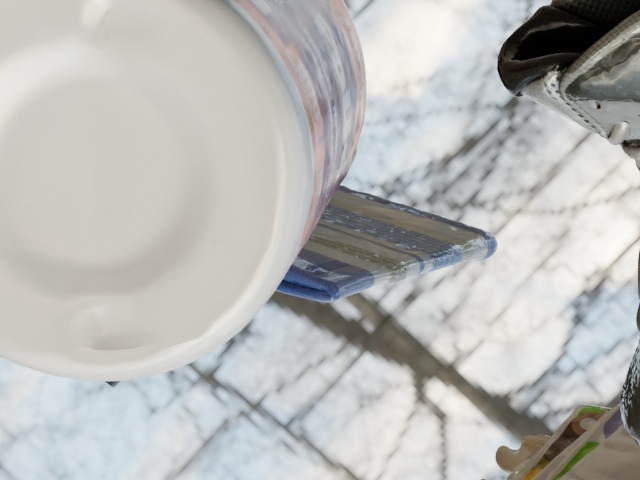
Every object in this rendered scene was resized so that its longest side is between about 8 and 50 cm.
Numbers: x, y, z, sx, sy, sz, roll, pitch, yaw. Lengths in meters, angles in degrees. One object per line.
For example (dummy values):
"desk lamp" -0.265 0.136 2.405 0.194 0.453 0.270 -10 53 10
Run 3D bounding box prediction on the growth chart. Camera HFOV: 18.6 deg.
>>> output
"growth chart" 0.182 0.141 1.148 0.237 0.021 0.172 -31 -148 -29

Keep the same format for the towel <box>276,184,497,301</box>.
"towel" 0.000 0.000 1.635 0.285 0.209 0.034 -15 118 -58

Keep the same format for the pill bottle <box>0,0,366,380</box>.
"pill bottle" -0.091 -0.077 1.140 0.224 0.224 0.392 -42 -175 15

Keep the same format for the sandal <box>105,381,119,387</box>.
"sandal" -0.225 0.036 1.418 0.054 0.254 0.097 -42 -143 -3

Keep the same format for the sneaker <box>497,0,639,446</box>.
"sneaker" 0.113 -0.025 0.662 0.086 0.132 0.228 -88 -166 -52
